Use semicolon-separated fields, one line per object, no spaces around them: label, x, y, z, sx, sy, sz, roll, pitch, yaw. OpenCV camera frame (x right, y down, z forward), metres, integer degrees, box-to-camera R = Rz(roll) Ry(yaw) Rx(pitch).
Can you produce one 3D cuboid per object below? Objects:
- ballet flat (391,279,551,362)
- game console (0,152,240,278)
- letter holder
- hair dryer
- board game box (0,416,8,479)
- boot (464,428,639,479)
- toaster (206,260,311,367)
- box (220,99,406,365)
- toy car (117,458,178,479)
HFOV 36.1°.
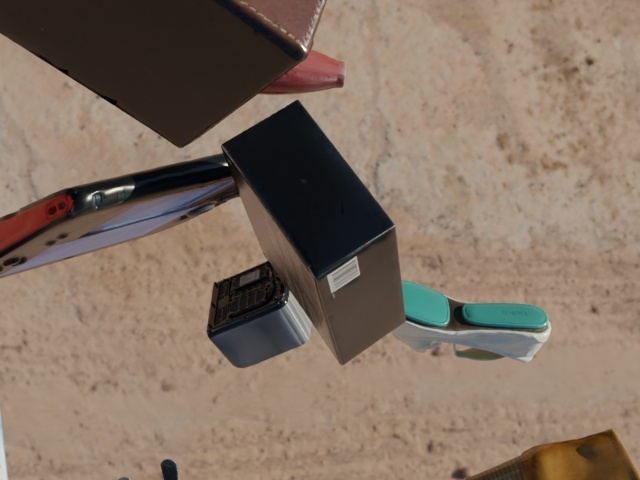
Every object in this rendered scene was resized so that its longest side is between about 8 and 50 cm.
ballet flat;0.255;0.176;1.963;0.400;0.139;0.139;10;66;-1
game console;-0.232;-0.034;1.183;0.387;0.342;0.060;-20;93;-47
letter holder;-0.138;-0.241;0.600;0.302;0.152;0.214;33;57;-24
hair dryer;-0.092;-0.269;1.425;0.224;0.294;0.080;-25;128;-52
board game box;-0.557;0.257;1.237;0.308;0.086;0.301;-11;99;-51
boot;0.304;0.376;1.124;0.211;0.104;0.295;-15;70;0
toaster;-0.104;0.122;1.783;0.110;0.186;0.168;59;15;-29
box;0.000;0.000;1.072;0.103;0.261;0.184;-34;66;-9
toy car;-0.248;0.450;1.578;0.155;0.149;0.188;-21;101;-10
